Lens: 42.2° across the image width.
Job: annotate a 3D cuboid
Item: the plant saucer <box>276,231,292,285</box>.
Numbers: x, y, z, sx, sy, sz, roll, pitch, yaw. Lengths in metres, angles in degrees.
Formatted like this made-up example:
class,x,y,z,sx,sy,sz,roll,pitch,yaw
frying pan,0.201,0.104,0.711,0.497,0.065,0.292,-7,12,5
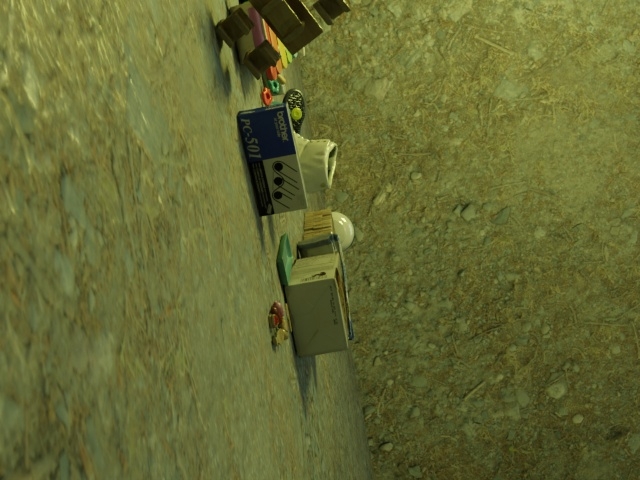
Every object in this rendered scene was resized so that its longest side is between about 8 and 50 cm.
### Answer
class,x,y,z,sx,sy,sz,roll,pitch,yaw
plant saucer,-0.080,0.040,1.851,0.192,0.018,0.067,-85,164,-72

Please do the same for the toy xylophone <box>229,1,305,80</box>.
class,x,y,z,sx,sy,sz,roll,pitch,yaw
toy xylophone,-0.123,-0.478,1.804,0.322,0.081,0.236,-60,140,-66

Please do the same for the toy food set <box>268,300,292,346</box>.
class,x,y,z,sx,sy,sz,roll,pitch,yaw
toy food set,-0.081,0.153,1.553,0.122,0.019,0.077,-10,89,-78

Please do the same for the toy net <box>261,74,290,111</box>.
class,x,y,z,sx,sy,sz,roll,pitch,yaw
toy net,-0.132,-0.396,2.062,0.122,0.045,0.232,-18,96,-58

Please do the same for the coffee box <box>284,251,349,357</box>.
class,x,y,z,sx,sy,sz,roll,pitch,yaw
coffee box,-0.003,0.142,1.939,0.297,0.119,0.168,-74,154,-80

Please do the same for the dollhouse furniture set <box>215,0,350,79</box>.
class,x,y,z,sx,sy,sz,roll,pitch,yaw
dollhouse furniture set,-0.097,-0.459,1.510,0.242,0.212,0.161,49,18,-21

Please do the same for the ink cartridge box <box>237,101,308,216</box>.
class,x,y,z,sx,sy,sz,roll,pitch,yaw
ink cartridge box,-0.090,-0.155,1.602,0.046,0.097,0.207,-90,169,-68

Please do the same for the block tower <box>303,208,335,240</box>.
class,x,y,z,sx,sy,sz,roll,pitch,yaw
block tower,0.000,0.000,2.541,0.335,0.097,0.090,-86,165,-69

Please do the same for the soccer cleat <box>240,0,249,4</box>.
class,x,y,z,sx,sy,sz,roll,pitch,yaw
soccer cleat,-0.161,-0.561,1.924,0.072,0.060,0.178,-49,130,-69

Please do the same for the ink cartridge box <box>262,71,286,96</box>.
class,x,y,z,sx,sy,sz,roll,pitch,yaw
ink cartridge box,-0.129,-0.490,2.215,0.232,0.066,0.189,-73,153,-72

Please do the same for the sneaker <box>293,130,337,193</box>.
class,x,y,z,sx,sy,sz,roll,pitch,yaw
sneaker,-0.045,-0.201,1.869,0.108,0.169,0.292,73,6,-47

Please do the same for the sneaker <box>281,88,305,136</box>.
class,x,y,z,sx,sy,sz,roll,pitch,yaw
sneaker,-0.085,-0.294,2.187,0.082,0.069,0.209,-166,-104,-64

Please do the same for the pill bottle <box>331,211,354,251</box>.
class,x,y,z,sx,sy,sz,roll,pitch,yaw
pill bottle,0.046,-0.026,2.876,0.264,0.146,0.146,-8,88,-85

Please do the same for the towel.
class,x,y,z,sx,sy,sz,roll,pitch,yaw
towel,0.009,0.126,2.187,0.209,0.034,0.284,-12,-94,61
